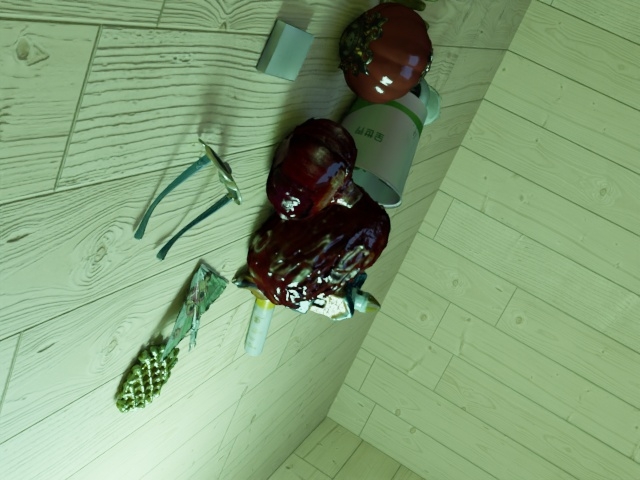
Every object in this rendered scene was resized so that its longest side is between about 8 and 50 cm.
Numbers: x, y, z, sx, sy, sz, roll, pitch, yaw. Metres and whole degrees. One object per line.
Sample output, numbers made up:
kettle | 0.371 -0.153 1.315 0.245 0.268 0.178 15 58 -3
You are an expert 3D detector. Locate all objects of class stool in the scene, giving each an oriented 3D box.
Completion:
stool | 0.209 -0.558 1.844 0.134 0.110 0.135 -60 166 -2

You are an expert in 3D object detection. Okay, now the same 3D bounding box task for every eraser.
eraser | -0.067 -0.365 1.482 0.103 0.023 0.150 -64 164 14

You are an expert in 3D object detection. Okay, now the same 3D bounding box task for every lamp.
lamp | 0.151 -0.418 1.719 0.227 0.227 0.227 -53 163 -23

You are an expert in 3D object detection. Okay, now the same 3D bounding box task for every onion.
onion | -0.004 -0.151 1.712 0.252 0.219 0.252 -53 172 -10

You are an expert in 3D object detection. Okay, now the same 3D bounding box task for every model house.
model house | 0.053 0.110 2.152 0.184 0.291 0.253 -59 -167 26

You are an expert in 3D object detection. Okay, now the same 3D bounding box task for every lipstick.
lipstick | -0.170 0.226 2.179 0.059 0.059 0.264 -43 157 -47

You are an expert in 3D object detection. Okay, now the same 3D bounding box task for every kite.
kite | -0.284 0.155 1.733 0.323 0.013 0.267 -53 160 -49

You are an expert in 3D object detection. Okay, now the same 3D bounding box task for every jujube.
jujube | 0.000 0.000 1.886 0.377 0.258 0.258 -35 157 -17

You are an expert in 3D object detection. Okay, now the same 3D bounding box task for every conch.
conch | -0.148 0.116 1.992 0.086 0.080 0.233 -40 169 5

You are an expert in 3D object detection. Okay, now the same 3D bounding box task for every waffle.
waffle | -0.379 0.302 1.692 0.169 0.036 0.183 -63 165 5

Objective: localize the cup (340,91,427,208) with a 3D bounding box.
cup | 0.141 -0.253 1.988 0.253 0.253 0.274 67 45 -71

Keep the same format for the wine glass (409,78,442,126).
wine glass | 0.266 -0.420 2.233 0.143 0.143 0.321 -62 164 7

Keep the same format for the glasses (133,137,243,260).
glasses | -0.229 -0.054 1.412 0.220 0.088 0.189 -56 165 -13
